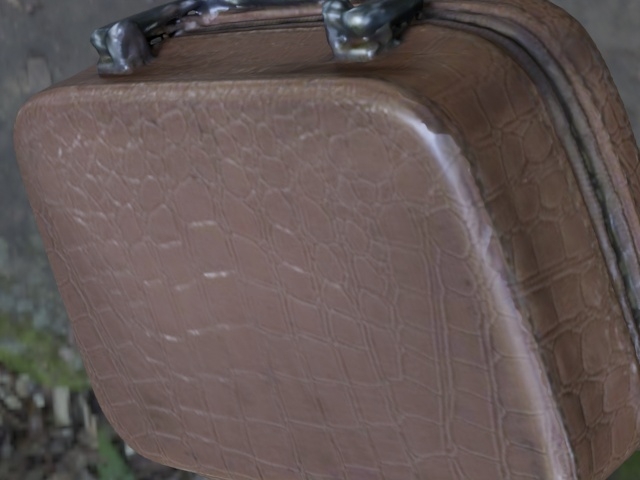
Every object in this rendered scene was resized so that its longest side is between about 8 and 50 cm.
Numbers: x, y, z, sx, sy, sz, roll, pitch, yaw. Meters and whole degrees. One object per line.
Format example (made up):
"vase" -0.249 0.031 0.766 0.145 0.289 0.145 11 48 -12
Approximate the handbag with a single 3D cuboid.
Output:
"handbag" 0.000 0.000 0.489 0.072 0.193 0.151 -34 113 -37
